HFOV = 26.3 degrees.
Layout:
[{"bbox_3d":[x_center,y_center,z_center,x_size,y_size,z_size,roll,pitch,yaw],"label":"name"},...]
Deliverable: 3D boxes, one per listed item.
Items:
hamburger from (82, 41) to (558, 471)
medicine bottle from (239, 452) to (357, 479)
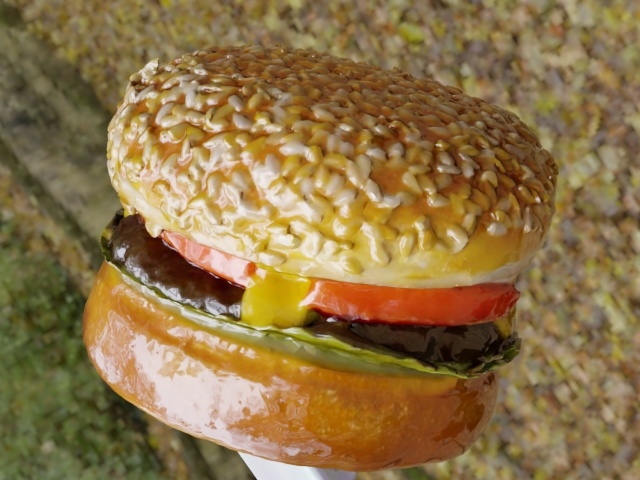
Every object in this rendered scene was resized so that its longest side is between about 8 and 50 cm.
[{"bbox_3d":[0.000,0.000,0.970,0.330,0.330,0.250,32,111,52],"label":"hamburger"},{"bbox_3d":[-0.008,0.196,1.153,0.074,0.055,0.118,-24,104,44],"label":"medicine bottle"}]
